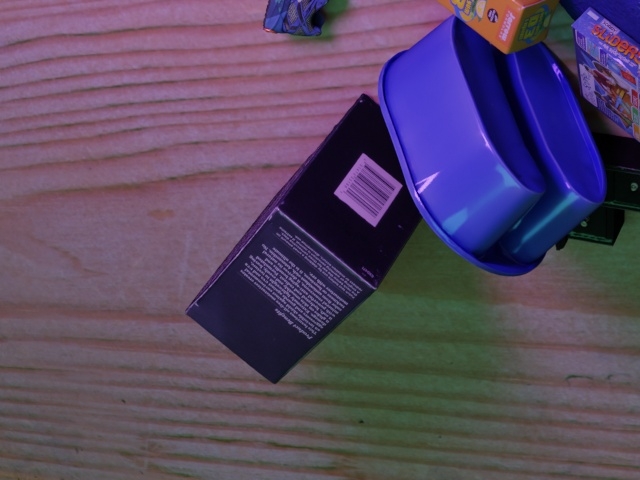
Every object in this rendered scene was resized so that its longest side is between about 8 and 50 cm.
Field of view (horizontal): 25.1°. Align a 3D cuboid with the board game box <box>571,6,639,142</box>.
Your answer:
[{"bbox_3d":[0.371,-0.189,1.745,0.136,0.035,0.201,43,175,21],"label":"board game box"}]

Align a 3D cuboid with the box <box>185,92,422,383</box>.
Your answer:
[{"bbox_3d":[0.000,0.000,2.046,0.183,0.296,0.294,40,136,-4],"label":"box"}]

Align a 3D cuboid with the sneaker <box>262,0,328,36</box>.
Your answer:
[{"bbox_3d":[-0.012,-0.362,1.921,0.087,0.083,0.221,18,140,-1],"label":"sneaker"}]

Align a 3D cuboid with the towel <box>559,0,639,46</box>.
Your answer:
[{"bbox_3d":[0.400,-0.244,1.697,0.308,0.076,0.227,46,175,-13],"label":"towel"}]

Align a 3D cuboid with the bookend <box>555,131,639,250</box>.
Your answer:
[{"bbox_3d":[0.397,-0.056,1.916,0.156,0.072,0.157,11,131,23],"label":"bookend"}]

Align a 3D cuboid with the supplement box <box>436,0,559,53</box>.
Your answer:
[{"bbox_3d":[0.182,-0.328,1.764,0.233,0.080,0.078,41,139,26],"label":"supplement box"}]

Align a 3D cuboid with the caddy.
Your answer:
[{"bbox_3d":[0.204,-0.121,1.815,0.179,0.241,0.341,-41,55,39],"label":"caddy"}]
